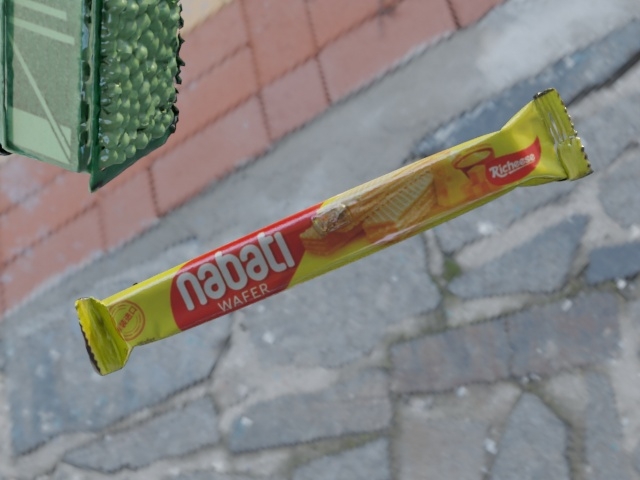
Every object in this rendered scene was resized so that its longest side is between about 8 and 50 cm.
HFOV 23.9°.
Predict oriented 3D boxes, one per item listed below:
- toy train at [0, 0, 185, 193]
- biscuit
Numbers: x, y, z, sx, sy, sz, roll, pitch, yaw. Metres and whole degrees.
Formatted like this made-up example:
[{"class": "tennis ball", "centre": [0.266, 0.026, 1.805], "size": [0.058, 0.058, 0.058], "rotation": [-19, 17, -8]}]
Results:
[{"class": "toy train", "centre": [-0.158, -0.169, 0.885], "size": [0.154, 0.115, 0.269], "rotation": [16, 119, 19]}, {"class": "biscuit", "centre": [0.000, 0.000, 0.801], "size": [0.292, 0.026, 0.048], "rotation": [-24, 91, 15]}]
